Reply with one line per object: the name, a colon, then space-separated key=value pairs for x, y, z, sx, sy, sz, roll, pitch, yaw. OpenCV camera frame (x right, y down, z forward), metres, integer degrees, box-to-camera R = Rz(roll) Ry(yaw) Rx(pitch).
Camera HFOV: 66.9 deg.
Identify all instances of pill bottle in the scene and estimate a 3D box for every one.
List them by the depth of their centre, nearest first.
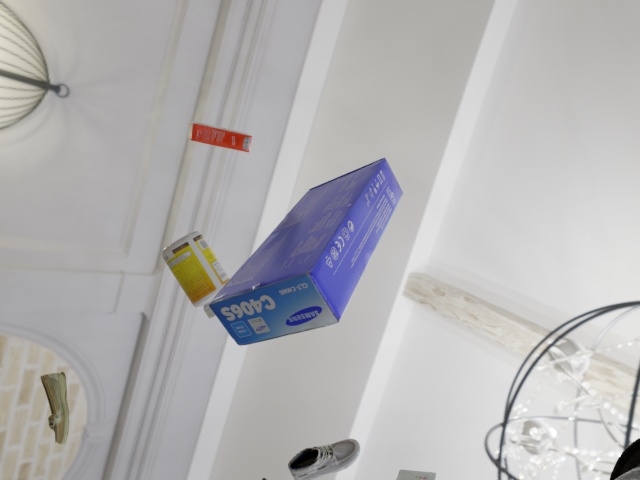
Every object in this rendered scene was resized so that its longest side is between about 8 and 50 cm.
pill bottle: x=-0.310 y=0.091 z=1.260 sx=0.117 sy=0.117 sz=0.215 roll=-28 pitch=-85 yaw=39

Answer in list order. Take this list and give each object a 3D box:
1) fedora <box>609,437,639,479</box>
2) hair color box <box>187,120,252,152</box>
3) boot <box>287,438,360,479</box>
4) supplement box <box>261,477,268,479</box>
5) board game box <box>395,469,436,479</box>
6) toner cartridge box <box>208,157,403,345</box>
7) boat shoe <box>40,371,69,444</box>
fedora: x=0.572 y=0.506 z=0.828 sx=0.334 sy=0.152 sz=0.335 roll=-179 pitch=-90 yaw=-76
hair color box: x=-0.242 y=-0.250 z=1.163 sx=0.072 sy=0.141 sz=0.043 roll=-139 pitch=-121 yaw=-62
boot: x=0.015 y=0.749 z=1.668 sx=0.258 sy=0.123 sz=0.095 roll=-25 pitch=-131 yaw=-7
supplement box: x=-0.152 y=0.641 z=1.194 sx=0.043 sy=0.083 sz=0.055 roll=22 pitch=-53 yaw=29
board game box: x=0.204 y=0.704 z=1.069 sx=0.097 sy=0.224 sz=0.304 roll=-3 pitch=-96 yaw=19
toner cartridge box: x=0.000 y=0.000 z=0.709 sx=0.165 sy=0.348 sz=0.075 roll=-20 pitch=-70 yaw=33
boat shoe: x=-0.575 y=0.363 z=1.047 sx=0.056 sy=0.048 sz=0.153 roll=-34 pitch=-117 yaw=48
